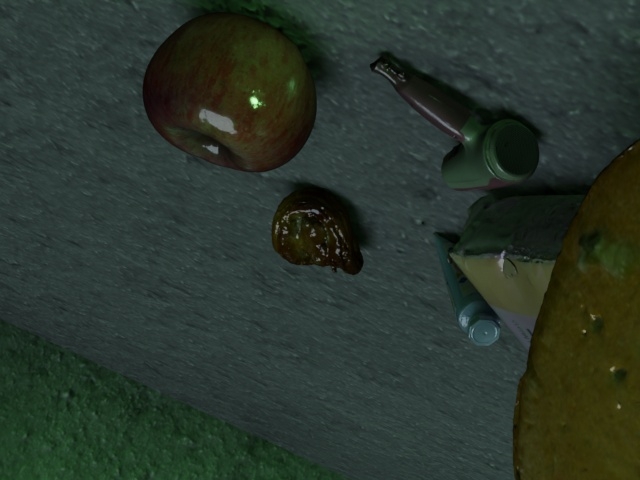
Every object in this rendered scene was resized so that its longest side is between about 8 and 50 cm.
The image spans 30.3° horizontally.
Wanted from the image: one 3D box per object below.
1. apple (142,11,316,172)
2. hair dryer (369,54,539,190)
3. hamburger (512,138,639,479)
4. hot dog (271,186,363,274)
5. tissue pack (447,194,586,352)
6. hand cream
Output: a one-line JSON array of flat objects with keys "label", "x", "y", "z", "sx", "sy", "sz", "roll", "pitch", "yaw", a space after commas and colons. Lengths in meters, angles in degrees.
[{"label": "apple", "x": -0.076, "y": -0.130, "z": 1.037, "sx": 0.153, "sy": 0.120, "sz": 0.153, "roll": 20, "pitch": 164, "yaw": 6}, {"label": "hair dryer", "x": 0.105, "y": -0.103, "z": 1.000, "sx": 0.154, "sy": 0.054, "sz": 0.106, "roll": 44, "pitch": 161, "yaw": -15}, {"label": "hamburger", "x": 0.288, "y": 0.151, "z": 0.838, "sx": 0.268, "sy": 0.446, "sz": 0.287, "roll": -10, "pitch": 172, "yaw": -30}, {"label": "hot dog", "x": -0.001, "y": -0.002, "z": 1.346, "sx": 0.099, "sy": 0.065, "sz": 0.147, "roll": 11, "pitch": 155, "yaw": 14}, {"label": "tissue pack", "x": 0.269, "y": 0.065, "z": 1.082, "sx": 0.215, "sy": 0.123, "sz": 0.257, "roll": 1, "pitch": 138, "yaw": 52}, {"label": "hand cream", "x": 0.151, "y": 0.049, "z": 1.202, "sx": 0.065, "sy": 0.043, "sz": 0.171, "roll": 35, "pitch": -161, "yaw": -20}]
